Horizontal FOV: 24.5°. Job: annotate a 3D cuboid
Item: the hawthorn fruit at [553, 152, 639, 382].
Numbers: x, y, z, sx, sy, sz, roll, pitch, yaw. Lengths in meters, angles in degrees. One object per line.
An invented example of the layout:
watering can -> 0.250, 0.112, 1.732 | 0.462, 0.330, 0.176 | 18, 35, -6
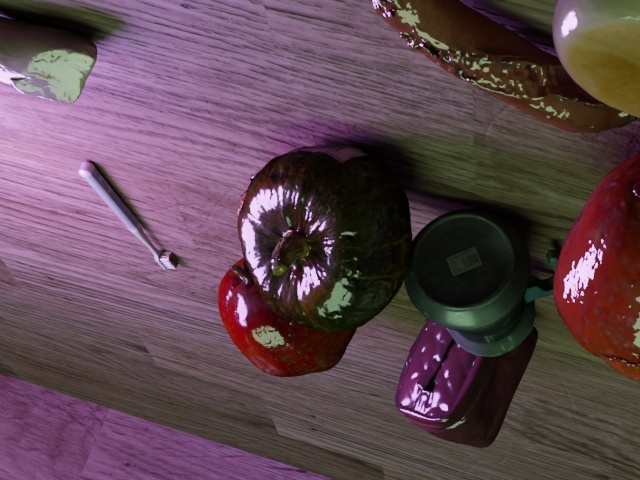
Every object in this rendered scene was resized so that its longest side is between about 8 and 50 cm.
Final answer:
hawthorn fruit -> 0.403, 0.002, 1.607 | 0.276, 0.276, 0.307 | 17, 139, 10

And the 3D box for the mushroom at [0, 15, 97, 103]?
mushroom -> -0.401, -0.248, 1.943 | 0.247, 0.096, 0.108 | 20, -177, 12

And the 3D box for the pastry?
pastry -> 0.341, -0.197, 1.341 | 0.264, 0.133, 0.265 | 18, 159, 7

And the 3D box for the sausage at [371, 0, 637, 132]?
sausage -> 0.191, -0.194, 1.558 | 0.326, 0.079, 0.087 | 27, 131, -14

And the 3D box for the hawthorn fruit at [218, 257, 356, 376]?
hawthorn fruit -> -0.058, 0.100, 2.316 | 0.215, 0.215, 0.250 | -1, 142, 43

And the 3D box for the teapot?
teapot -> 0.232, 0.061, 2.030 | 0.203, 0.171, 0.225 | -17, 155, 10

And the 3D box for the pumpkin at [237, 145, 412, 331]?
pumpkin -> -0.003, 0.001, 1.952 | 0.260, 0.189, 0.260 | 20, 119, 41

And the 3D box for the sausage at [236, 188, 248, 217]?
sausage -> -0.064, -0.028, 2.171 | 0.076, 0.076, 0.141 | -2, 147, 44

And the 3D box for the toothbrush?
toothbrush -> -0.317, -0.035, 2.444 | 0.030, 0.025, 0.342 | 3, 153, 24

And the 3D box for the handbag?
handbag -> 0.217, 0.190, 2.220 | 0.135, 0.225, 0.146 | 30, 172, -40
